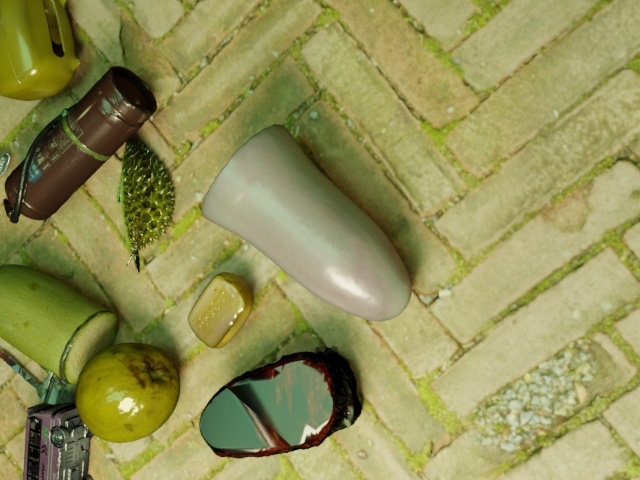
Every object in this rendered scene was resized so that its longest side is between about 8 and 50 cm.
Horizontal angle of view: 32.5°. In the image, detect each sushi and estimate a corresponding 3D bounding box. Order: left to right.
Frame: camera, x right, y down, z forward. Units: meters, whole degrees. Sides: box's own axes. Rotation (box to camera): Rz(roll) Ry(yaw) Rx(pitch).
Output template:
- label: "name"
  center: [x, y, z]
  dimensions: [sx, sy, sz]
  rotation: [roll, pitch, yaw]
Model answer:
- label: "sushi"
  center: [-0.057, 0.237, 1.558]
  dimensions: [0.225, 0.126, 0.136]
  rotation: [-21, 79, 19]

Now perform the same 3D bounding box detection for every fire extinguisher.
- label: "fire extinguisher"
  center: [-0.403, -0.139, 1.738]
  dimensions: [0.341, 0.141, 0.105]
  rotation: [-39, 116, 24]

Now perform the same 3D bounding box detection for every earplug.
- label: "earplug"
  center: [0.000, 0.000, 1.514]
  dimensions: [0.301, 0.172, 0.172]
  rotation: [42, 107, 14]

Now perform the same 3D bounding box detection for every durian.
- label: "durian"
  center: [-0.279, -0.058, 1.702]
  dimensions: [0.100, 0.086, 0.215]
  rotation: [-10, 81, 59]

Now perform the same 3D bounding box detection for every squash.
- label: "squash"
  center: [-0.453, 0.118, 1.741]
  dimensions: [0.247, 0.132, 0.132]
  rotation: [26, 101, 23]

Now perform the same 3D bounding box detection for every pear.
- label: "pear"
  center: [-0.292, 0.228, 1.656]
  dimensions: [0.162, 0.149, 0.149]
  rotation: [-32, 77, 27]

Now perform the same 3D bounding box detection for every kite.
- label: "kite"
  center: [-0.436, 0.222, 1.797]
  dimensions: [0.245, 0.015, 0.141]
  rotation: [35, 104, 18]

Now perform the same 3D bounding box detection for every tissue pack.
- label: "tissue pack"
  center: [-0.462, -0.320, 1.749]
  dimensions: [0.127, 0.123, 0.178]
  rotation: [-18, 81, 29]

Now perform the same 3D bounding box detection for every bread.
- label: "bread"
  center: [-0.143, 0.103, 1.632]
  dimensions: [0.082, 0.056, 0.115]
  rotation: [42, 114, 20]

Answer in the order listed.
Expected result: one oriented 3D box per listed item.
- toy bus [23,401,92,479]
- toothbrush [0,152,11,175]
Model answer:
- label: "toy bus"
  center: [-0.422, 0.346, 1.746]
  dimensions: [0.098, 0.087, 0.178]
  rotation: [10, 100, 27]
- label: "toothbrush"
  center: [-0.595, -0.039, 1.870]
  dimensions: [0.021, 0.027, 0.269]
  rotation: [37, 107, 8]
